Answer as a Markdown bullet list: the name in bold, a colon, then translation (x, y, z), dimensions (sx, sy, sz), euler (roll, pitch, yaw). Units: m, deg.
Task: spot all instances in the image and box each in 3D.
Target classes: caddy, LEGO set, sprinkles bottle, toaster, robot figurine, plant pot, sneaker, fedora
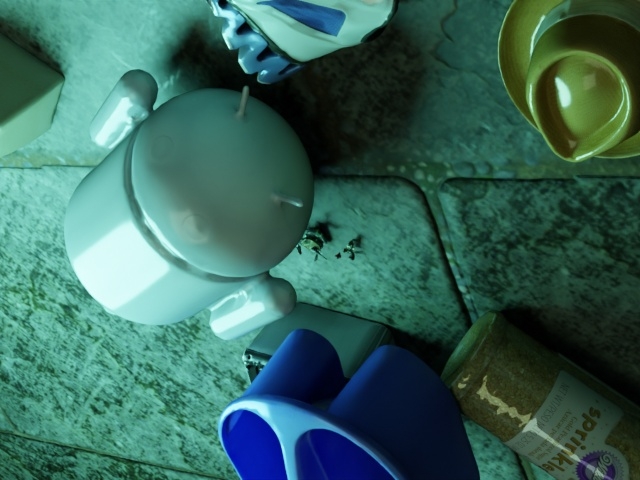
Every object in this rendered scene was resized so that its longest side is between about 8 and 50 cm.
- **caddy**: translation (0.029, 0.258, 1.214), dimensions (0.241, 0.179, 0.341), euler (7, 136, 32)
- **LEGO set**: translation (0.001, 0.002, 1.274), dimensions (0.083, 0.023, 0.054), euler (17, 144, -1)
- **sprinkles bottle**: translation (0.300, 0.219, 1.213), dimensions (0.355, 0.121, 0.121), euler (34, 143, 0)
- **toaster**: translation (0.012, 0.179, 1.382), dimensions (0.185, 0.110, 0.168), euler (13, 139, 25)
- **robot figurine**: translation (-0.141, -0.033, 1.185), dimensions (0.300, 0.200, 0.353), euler (55, 140, -5)
- **plant pot**: translation (-0.378, -0.160, 1.300), dimensions (0.109, 0.096, 0.109), euler (34, 142, -2)
- **sneaker**: translation (-0.028, -0.249, 0.907), dimensions (0.182, 0.128, 0.315), euler (-8, 156, 26)
- **fedora**: translation (0.223, -0.128, 0.922), dimensions (0.194, 0.079, 0.194), euler (20, 141, 17)
